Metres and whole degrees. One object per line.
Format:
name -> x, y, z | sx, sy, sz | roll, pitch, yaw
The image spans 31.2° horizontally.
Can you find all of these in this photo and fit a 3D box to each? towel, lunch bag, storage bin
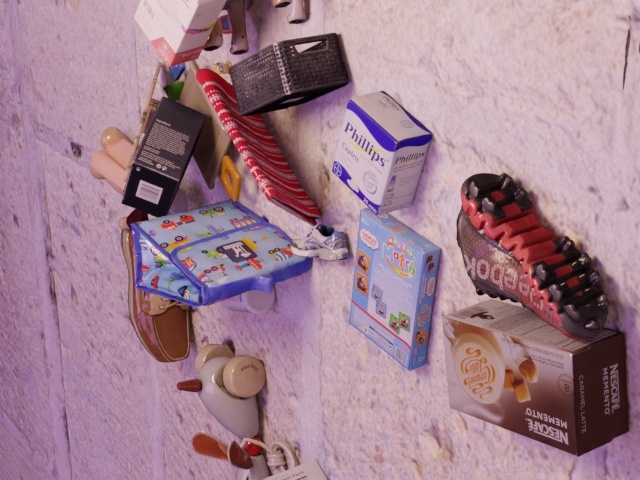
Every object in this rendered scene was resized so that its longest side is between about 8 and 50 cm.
towel -> -0.102, -0.157, 1.917 | 0.031, 0.199, 0.275 | -36, 67, 12
lunch bag -> -0.172, 0.044, 2.046 | 0.293, 0.221, 0.138 | 25, 124, 50
storage bin -> -0.053, -0.262, 1.825 | 0.180, 0.122, 0.084 | -14, 91, 58

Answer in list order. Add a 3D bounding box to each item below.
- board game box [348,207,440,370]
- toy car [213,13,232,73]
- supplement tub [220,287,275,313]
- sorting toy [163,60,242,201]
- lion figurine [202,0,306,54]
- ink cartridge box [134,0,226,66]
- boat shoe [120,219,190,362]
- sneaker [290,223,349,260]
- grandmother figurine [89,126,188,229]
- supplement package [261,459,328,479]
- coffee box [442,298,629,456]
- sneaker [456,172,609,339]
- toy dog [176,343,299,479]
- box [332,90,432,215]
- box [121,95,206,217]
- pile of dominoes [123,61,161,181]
board game box -> 0.112, 0.074, 1.793 | 0.160, 0.039, 0.211 | 37, 133, 44
toy car -> -0.168, -0.348, 2.042 | 0.060, 0.040, 0.122 | 29, 126, 49
supplement tub -> -0.140, 0.101, 2.164 | 0.107, 0.071, 0.071 | 3, 106, 57
sorting toy -> -0.212, -0.218, 2.162 | 0.348, 0.047, 0.196 | 63, 153, 23
lion figurine -> -0.130, -0.453, 1.882 | 0.392, 0.142, 0.240 | -14, 83, 44
ink cartridge box -> -0.219, -0.388, 1.839 | 0.115, 0.067, 0.198 | 55, 142, 14
boat shoe -> -0.339, 0.099, 2.426 | 0.120, 0.122, 0.324 | -12, 93, 53
sneaker -> 0.000, 0.000, 1.935 | 0.135, 0.052, 0.058 | 6, 99, 48
grandmother figurine -> -0.376, -0.114, 2.378 | 0.342, 0.104, 0.208 | 34, 115, 51
supplement package -> -0.023, 0.556, 2.118 | 0.244, 0.134, 0.139 | 56, 143, 27
coffee box -> 0.280, 0.175, 1.520 | 0.246, 0.098, 0.141 | 14, 115, 54
sneaker -> 0.265, 0.040, 1.488 | 0.276, 0.097, 0.135 | 53, 142, 34
toy dog -> -0.191, 0.368, 2.271 | 0.220, 0.161, 0.334 | -34, 74, 57
box -> 0.089, -0.131, 1.710 | 0.126, 0.072, 0.137 | 46, 138, 36
box -> -0.288, -0.150, 2.107 | 0.156, 0.093, 0.158 | 123, 166, -59
pile of dominoes -> -0.329, -0.231, 2.222 | 0.251, 0.040, 0.196 | -104, 32, -70
